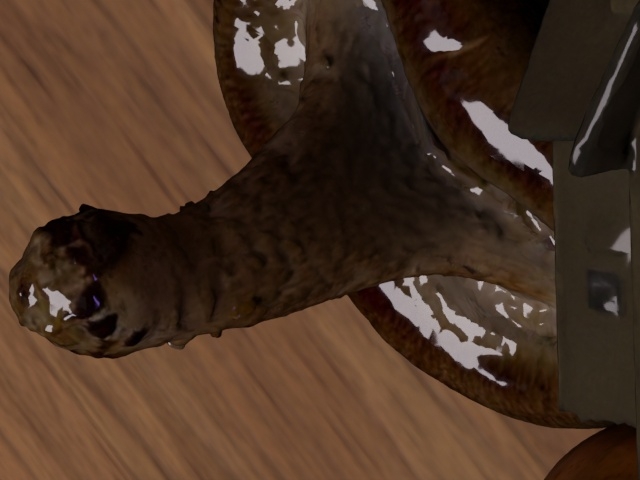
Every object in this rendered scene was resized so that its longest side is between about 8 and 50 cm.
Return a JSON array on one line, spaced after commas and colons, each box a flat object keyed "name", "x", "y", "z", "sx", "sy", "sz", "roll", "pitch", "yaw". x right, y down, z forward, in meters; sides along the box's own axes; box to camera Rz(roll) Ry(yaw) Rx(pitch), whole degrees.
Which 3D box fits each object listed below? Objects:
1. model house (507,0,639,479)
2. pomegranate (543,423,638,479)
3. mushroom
[{"name": "model house", "x": 0.151, "y": -0.067, "z": 0.490, "sx": 0.211, "sy": 0.204, "sz": 0.243, "roll": 6, "pitch": 103, "yaw": 42}, {"name": "pomegranate", "x": 0.138, "y": 0.145, "z": 0.637, "sx": 0.191, "sy": 0.191, "sz": 0.191, "roll": 25, "pitch": 131, "yaw": 31}, {"name": "mushroom", "x": 0.000, "y": 0.000, "z": 0.645, "sx": 0.227, "sy": 0.217, "sz": 0.148, "roll": 47, "pitch": 139, "yaw": 9}]
